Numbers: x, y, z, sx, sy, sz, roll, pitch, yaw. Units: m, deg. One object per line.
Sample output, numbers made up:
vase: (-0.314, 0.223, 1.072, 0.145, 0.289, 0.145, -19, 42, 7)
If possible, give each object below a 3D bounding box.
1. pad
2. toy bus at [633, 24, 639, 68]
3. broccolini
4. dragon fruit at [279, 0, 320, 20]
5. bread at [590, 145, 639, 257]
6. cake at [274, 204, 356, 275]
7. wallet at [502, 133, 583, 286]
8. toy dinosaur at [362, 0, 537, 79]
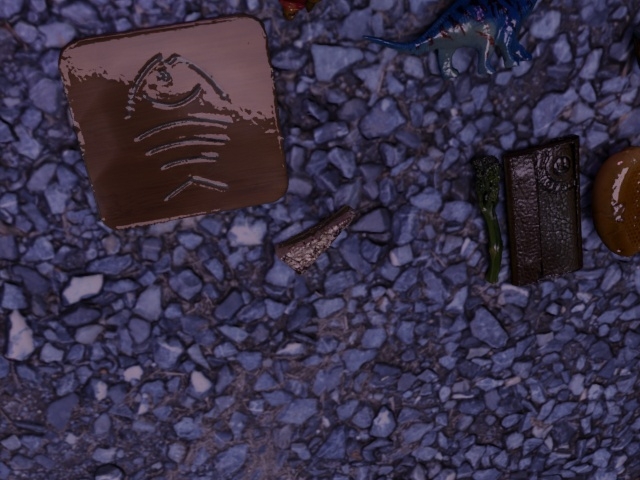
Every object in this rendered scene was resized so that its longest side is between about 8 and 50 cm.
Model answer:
pad: (-0.199, -0.163, 1.065, 0.287, 0.018, 0.283, -11, 117, -7)
toy bus: (0.593, -0.322, 1.108, 0.262, 0.109, 0.091, -24, 116, -2)
broccolini: (0.276, -0.031, 1.221, 0.054, 0.051, 0.239, 10, 129, 32)
dragon fruit: (-0.023, -0.362, 0.982, 0.126, 0.068, 0.112, -43, 115, 8)
bread: (0.495, -0.065, 1.228, 0.114, 0.077, 0.189, -20, 118, -25)
cake: (0.000, 0.000, 1.166, 0.140, 0.051, 0.055, -31, 117, 6)
wallet: (0.370, -0.043, 1.232, 0.133, 0.039, 0.243, -14, 117, -6)
toy dinosaur: (0.233, -0.294, 1.066, 0.329, 0.076, 0.144, -26, 111, -2)
